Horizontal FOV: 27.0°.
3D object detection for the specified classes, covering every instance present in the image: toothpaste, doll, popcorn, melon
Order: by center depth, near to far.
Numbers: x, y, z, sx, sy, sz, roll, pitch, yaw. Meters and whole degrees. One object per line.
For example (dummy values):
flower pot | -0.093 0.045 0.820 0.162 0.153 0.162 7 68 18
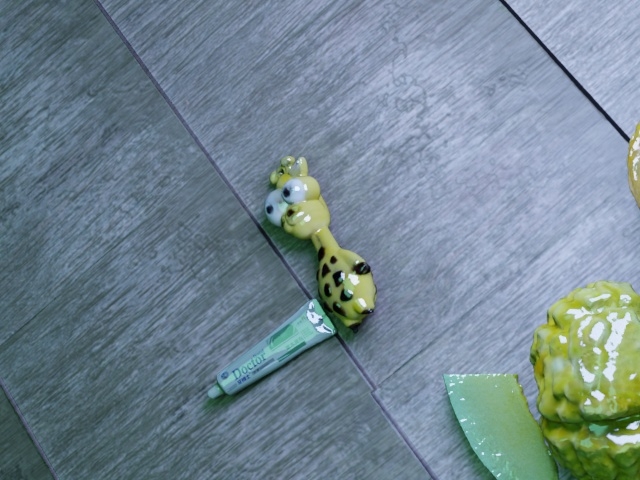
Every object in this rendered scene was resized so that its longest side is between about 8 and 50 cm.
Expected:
popcorn | 0.388 0.190 1.718 0.270 0.224 0.258 36 87 19
melon | 0.270 0.281 1.846 0.114 0.053 0.261 -31 73 -8
doll | 0.000 0.000 1.975 0.117 0.086 0.291 -47 62 37
toothpaste | -0.079 0.171 1.992 0.218 0.041 0.064 -35 80 7

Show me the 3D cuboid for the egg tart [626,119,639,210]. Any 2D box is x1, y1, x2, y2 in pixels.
egg tart | 0.554 -0.091 1.774 0.294 0.123 0.294 -5 74 16
